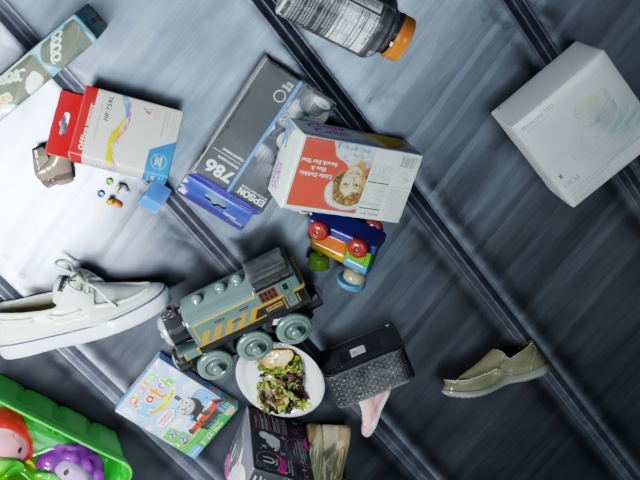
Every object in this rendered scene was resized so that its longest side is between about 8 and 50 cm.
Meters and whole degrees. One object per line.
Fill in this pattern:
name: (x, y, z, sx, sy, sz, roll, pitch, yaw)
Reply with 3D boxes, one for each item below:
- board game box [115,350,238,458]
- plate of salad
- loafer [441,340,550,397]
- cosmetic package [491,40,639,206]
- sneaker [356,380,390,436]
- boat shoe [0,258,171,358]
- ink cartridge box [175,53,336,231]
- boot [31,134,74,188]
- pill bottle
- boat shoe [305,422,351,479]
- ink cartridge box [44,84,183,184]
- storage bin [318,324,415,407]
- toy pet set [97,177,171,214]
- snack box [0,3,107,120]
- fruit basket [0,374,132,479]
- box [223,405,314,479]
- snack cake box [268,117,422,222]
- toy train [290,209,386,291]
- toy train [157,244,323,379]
board game box: (-0.310, 0.358, 1.889, 0.211, 0.039, 0.160, 36, 102, -17)
plate of salad: (-0.089, 0.305, 1.868, 0.199, 0.048, 0.200, 6, 119, 11)
loafer: (0.381, 0.285, 1.940, 0.251, 0.094, 0.087, -15, 87, -12)
cosmetic package: (0.505, -0.231, 1.729, 0.224, 0.138, 0.225, -41, 109, 8)
sneaker: (0.101, 0.370, 1.945, 0.070, 0.051, 0.134, 18, 104, -12)
boat shoe: (-0.488, 0.112, 1.734, 0.367, 0.136, 0.157, -15, 108, 8)
ink cartridge box: (-0.129, -0.178, 1.700, 0.165, 0.065, 0.333, 30, 104, -18)
boot: (-0.494, -0.152, 1.676, 0.118, 0.042, 0.087, -18, 118, 0)
pill bottle: (0.051, -0.419, 1.599, 0.245, 0.130, 0.130, 24, 105, -16)
boat shoe: (0.014, 0.574, 1.970, 0.110, 0.122, 0.341, 1, 110, -8)
ink cartridge box: (-0.384, -0.200, 1.625, 0.231, 0.078, 0.134, 13, 81, -13)
storage bin: (0.097, 0.267, 1.866, 0.180, 0.122, 0.084, -22, 112, 1)
toy pet set: (-0.359, -0.098, 1.698, 0.114, 0.065, 0.122, 33, 103, -18)
snack box: (-0.523, -0.287, 1.539, 0.322, 0.187, 0.060, -37, 111, 7)
fruit basket: (-0.594, 0.490, 1.727, 0.392, 0.392, 0.283, 32, 103, -17)
box: (-0.117, 0.494, 1.854, 0.142, 0.247, 0.163, 20, 106, -13)
snack cake box: (0.048, -0.132, 1.689, 0.264, 0.089, 0.152, 7, 115, -27)
toy train: (0.000, 0.000, 1.780, 0.248, 0.105, 0.143, 24, 127, 14)
toy train: (-0.162, 0.146, 1.758, 0.333, 0.142, 0.190, -25, 128, -1)
